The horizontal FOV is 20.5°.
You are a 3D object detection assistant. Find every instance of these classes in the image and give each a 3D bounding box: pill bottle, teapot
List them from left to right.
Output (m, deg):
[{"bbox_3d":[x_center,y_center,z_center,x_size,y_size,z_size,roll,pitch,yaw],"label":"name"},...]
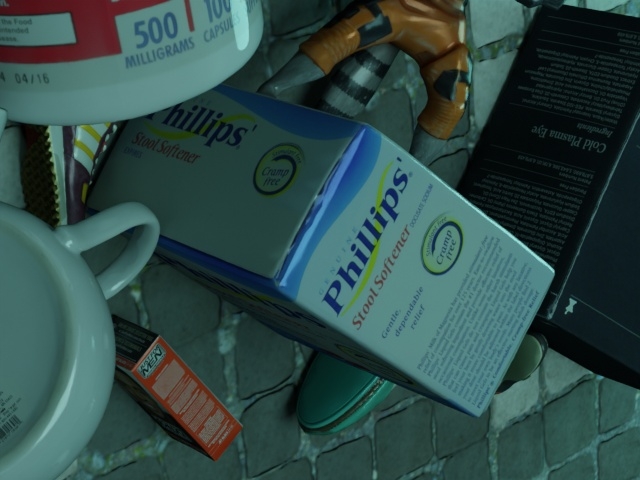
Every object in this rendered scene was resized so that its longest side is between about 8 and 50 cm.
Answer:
[{"bbox_3d":[-0.259,0.090,1.335,0.187,0.256,0.253,58,33,-75],"label":"teapot"},{"bbox_3d":[-0.179,-0.303,1.200,0.229,0.229,0.408,-30,124,-32],"label":"pill bottle"}]

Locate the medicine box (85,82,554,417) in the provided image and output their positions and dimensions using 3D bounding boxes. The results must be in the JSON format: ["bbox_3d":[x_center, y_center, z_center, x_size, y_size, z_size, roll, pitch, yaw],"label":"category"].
[{"bbox_3d":[0.000,0.000,1.486,0.289,0.263,0.149,34,80,-43],"label":"medicine box"}]

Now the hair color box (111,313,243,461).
[{"bbox_3d":[-0.135,0.129,1.539,0.043,0.072,0.141,-51,130,-17],"label":"hair color box"}]

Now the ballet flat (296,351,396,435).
[{"bbox_3d":[0.066,0.089,1.704,0.087,0.083,0.247,38,78,-52],"label":"ballet flat"}]

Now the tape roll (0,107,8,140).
[{"bbox_3d":[-0.350,-0.081,1.132,0.286,0.286,0.100,15,93,-44],"label":"tape roll"}]

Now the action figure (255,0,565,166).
[{"bbox_3d":[0.047,-0.239,1.550,0.341,0.178,0.330,29,82,-14],"label":"action figure"}]

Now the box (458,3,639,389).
[{"bbox_3d":[0.323,-0.027,1.829,0.343,0.179,0.313,30,82,-43],"label":"box"}]

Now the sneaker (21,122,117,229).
[{"bbox_3d":[-0.193,-0.080,1.419,0.083,0.069,0.186,-15,114,-32],"label":"sneaker"}]

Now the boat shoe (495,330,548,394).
[{"bbox_3d":[0.199,0.124,1.812,0.043,0.137,0.049,-17,73,-30],"label":"boat shoe"}]
